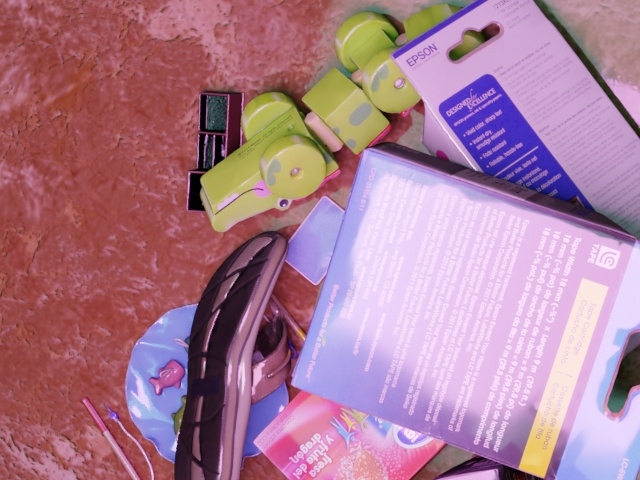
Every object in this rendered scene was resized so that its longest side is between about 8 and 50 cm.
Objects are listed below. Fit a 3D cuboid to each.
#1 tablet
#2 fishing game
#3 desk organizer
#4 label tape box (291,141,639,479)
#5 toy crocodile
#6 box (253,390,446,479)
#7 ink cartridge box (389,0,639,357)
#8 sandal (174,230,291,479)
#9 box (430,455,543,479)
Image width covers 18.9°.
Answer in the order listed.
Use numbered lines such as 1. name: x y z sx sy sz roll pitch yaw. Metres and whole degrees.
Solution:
1. tablet: 0.000 0.000 2.041 0.054 0.006 0.083 39 102 9
2. fishing game: -0.127 0.163 2.070 0.264 0.041 0.189 -35 83 15
3. desk organizer: -0.112 -0.093 2.039 0.047 0.050 0.130 4 95 14
4. label tape box: 0.169 0.074 1.795 0.334 0.106 0.240 20 100 12
5. toy crocodile: 0.019 -0.125 1.965 0.340 0.115 0.105 -39 126 4
6. box: 0.095 0.140 1.954 0.142 0.154 0.300 45 102 7
7. ink cartridge box: 0.232 -0.067 1.899 0.176 0.069 0.371 -34 86 -25
8. sandal: -0.081 0.139 2.003 0.086 0.120 0.302 14 83 -29
9. box: 0.194 0.367 1.886 0.077 0.242 0.307 -14 86 14
